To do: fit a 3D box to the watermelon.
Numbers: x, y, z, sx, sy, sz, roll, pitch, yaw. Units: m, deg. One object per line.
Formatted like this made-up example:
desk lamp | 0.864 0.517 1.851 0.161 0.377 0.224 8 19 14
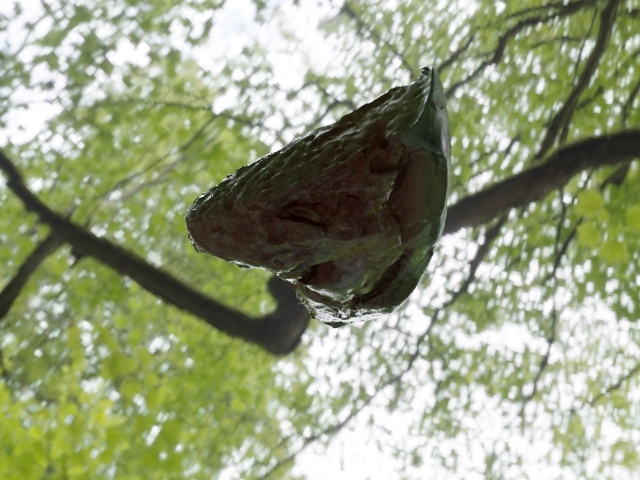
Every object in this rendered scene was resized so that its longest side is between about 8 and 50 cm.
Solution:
watermelon | 0.000 0.000 0.562 0.139 0.071 0.187 -8 -32 -23
